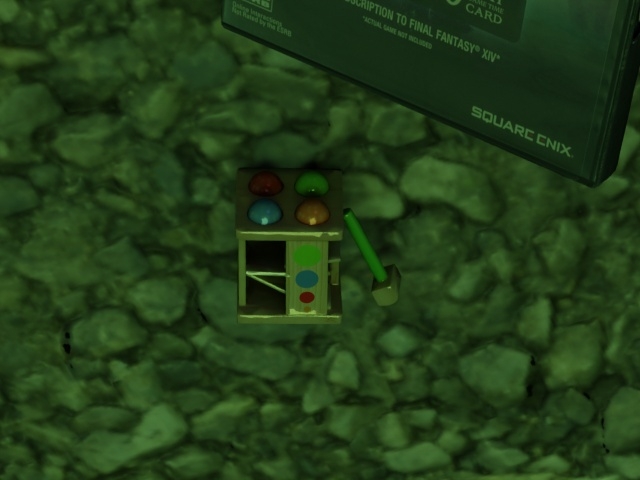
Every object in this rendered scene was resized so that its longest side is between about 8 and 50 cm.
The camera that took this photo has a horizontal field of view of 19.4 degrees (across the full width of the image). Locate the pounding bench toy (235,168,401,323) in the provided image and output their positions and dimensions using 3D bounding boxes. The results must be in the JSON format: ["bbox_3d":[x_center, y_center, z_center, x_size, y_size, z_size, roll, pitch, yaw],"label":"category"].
[{"bbox_3d":[0.000,0.000,0.924,0.083,0.052,0.065,1,128,-2],"label":"pounding bench toy"}]

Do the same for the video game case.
[{"bbox_3d":[0.052,-0.171,0.744,0.196,0.026,0.274,26,133,23],"label":"video game case"}]
